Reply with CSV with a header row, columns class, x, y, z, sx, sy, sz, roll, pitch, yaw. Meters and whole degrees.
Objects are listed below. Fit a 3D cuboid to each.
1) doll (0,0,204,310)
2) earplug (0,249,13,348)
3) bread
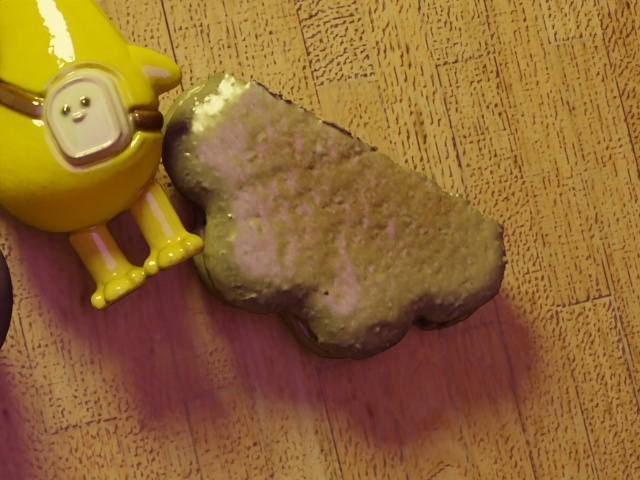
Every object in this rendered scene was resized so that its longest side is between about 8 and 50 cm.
class,x,y,z,sx,sy,sz,roll,pitch,yaw
doll,-0.220,-0.127,1.343,0.199,0.145,0.363,-29,89,3
earplug,-0.446,0.096,1.209,0.455,0.215,0.215,-24,91,-24
bread,-0.001,-0.001,1.431,0.337,0.102,0.183,29,77,-16
